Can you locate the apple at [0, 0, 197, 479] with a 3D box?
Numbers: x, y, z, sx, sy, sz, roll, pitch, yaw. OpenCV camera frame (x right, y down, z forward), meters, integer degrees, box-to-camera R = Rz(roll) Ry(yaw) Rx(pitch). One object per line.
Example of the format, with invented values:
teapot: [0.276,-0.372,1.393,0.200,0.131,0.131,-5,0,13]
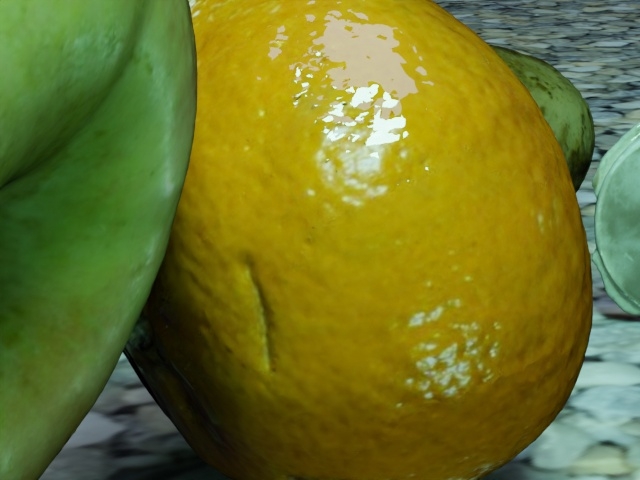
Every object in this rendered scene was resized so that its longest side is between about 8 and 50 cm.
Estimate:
apple: [-0.202,-0.028,0.543,0.277,0.319,0.319,27,22,20]

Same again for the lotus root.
lotus root: [0.120,-0.069,1.212,0.138,0.138,0.214,5,3,17]

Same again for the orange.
orange: [0.000,0.000,0.688,0.170,0.224,0.224,-30,24,-17]

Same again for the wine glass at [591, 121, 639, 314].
wine glass: [0.211,0.006,0.863,0.156,0.156,0.232,0,9,-5]
